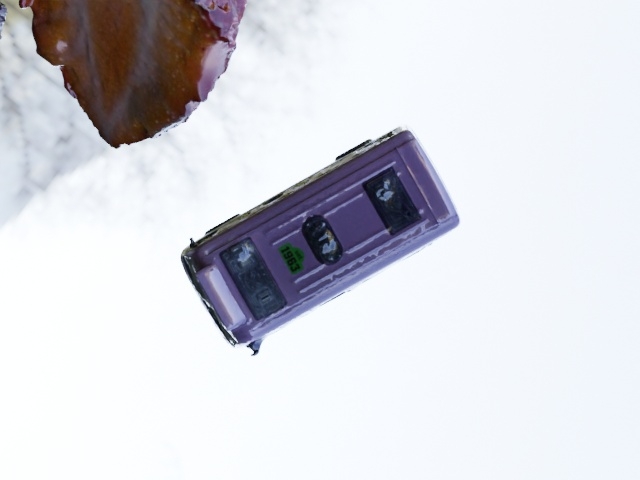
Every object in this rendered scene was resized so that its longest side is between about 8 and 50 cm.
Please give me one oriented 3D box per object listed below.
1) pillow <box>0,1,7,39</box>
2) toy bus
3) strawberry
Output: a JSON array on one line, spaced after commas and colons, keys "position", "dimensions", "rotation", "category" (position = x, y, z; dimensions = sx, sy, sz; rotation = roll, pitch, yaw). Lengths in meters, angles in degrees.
[{"position": [-0.318, -0.148, 1.559], "dimensions": [0.043, 0.118, 0.185], "rotation": [-53, 164, -39], "category": "pillow"}, {"position": [0.000, 0.000, 1.346], "dimensions": [0.199, 0.096, 0.108], "rotation": [-29, -177, 2], "category": "toy bus"}, {"position": [-0.101, -0.130, 1.073], "dimensions": [0.082, 0.146, 0.187], "rotation": [-37, 151, -38], "category": "strawberry"}]
